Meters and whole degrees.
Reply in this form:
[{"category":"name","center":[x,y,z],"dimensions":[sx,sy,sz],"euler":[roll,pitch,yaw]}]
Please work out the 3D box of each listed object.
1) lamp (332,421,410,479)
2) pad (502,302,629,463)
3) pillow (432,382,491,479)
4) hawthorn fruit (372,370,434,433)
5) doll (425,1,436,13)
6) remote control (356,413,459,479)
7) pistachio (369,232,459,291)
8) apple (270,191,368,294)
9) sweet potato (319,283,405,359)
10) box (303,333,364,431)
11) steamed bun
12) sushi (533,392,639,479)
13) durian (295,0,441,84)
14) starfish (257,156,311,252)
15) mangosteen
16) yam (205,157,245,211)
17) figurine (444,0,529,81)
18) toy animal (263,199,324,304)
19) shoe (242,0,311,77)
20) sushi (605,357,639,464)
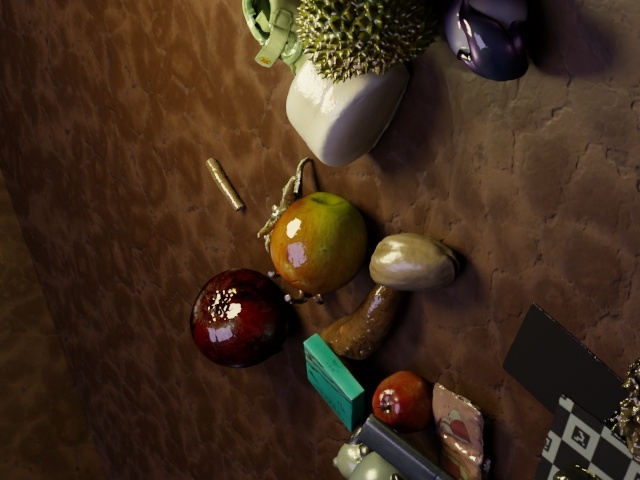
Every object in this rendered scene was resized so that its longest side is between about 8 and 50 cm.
[{"category":"lamp","center":[0.128,0.503,1.934],"dimensions":[0.244,0.197,0.198],"euler":[-132,37,-54]},{"category":"pad","center":[0.411,0.235,1.562],"dimensions":[0.243,0.004,0.164],"euler":[44,137,31]},{"category":"pillow","center":[0.270,0.390,1.790],"dimensions":[0.135,0.049,0.248],"euler":[25,129,47]},{"category":"hawthorn fruit","center":[0.158,0.323,1.837],"dimensions":[0.125,0.140,0.125],"euler":[17,130,21]},{"category":"doll","center":[0.123,-0.454,1.563],"dimensions":[0.096,0.070,0.195],"euler":[-25,93,39]},{"category":"remote control","center":[0.232,0.465,1.774],"dimensions":[0.377,0.044,0.107],"euler":[37,148,14]},{"category":"pistachio","center":[0.167,0.043,1.712],"dimensions":[0.185,0.108,0.126],"euler":[-6,120,45]},{"category":"apple","center":[0.000,0.000,1.842],"dimensions":[0.196,0.196,0.196],"euler":[28,127,44]},{"category":"sweet potato","center":[0.083,0.181,1.907],"dimensions":[0.341,0.092,0.114],"euler":[-47,43,52]},{"category":"box","center":[0.030,0.304,1.997],"dimensions":[0.161,0.042,0.226],"euler":[47,163,22]},{"category":"steamed bun","center":[0.038,-0.248,1.693],"dimensions":[0.146,0.164,0.242],"euler":[53,140,21]},{"category":"sushi","center":[0.474,0.490,1.545],"dimensions":[0.359,0.064,0.343],"euler":[39,135,37]},{"category":"durian","center":[0.062,-0.357,1.492],"dimensions":[0.237,0.200,0.177],"euler":[16,140,54]},{"category":"starfish","center":[-0.068,-0.081,1.912],"dimensions":[0.053,0.208,0.176],"euler":[21,154,2]},{"category":"mangosteen","center":[-0.165,0.192,2.172],"dimensions":[0.235,0.235,0.261],"euler":[33,174,40]},{"category":"yam","center":[-0.225,-0.130,2.216],"dimensions":[0.145,0.032,0.032],"euler":[56,143,17]},{"category":"figurine","center":[0.244,-0.340,1.399],"dimensions":[0.145,0.145,0.222],"euler":[-37,75,54]},{"category":"toy animal","center":[-0.058,0.034,2.007],"dimensions":[0.093,0.186,0.214],"euler":[-23,111,26]},{"category":"shoe","center":[-0.061,-0.394,1.809],"dimensions":[0.262,0.128,0.140],"euler":[66,159,10]},{"category":"sushi","center":[0.491,0.243,1.363],"dimensions":[0.147,0.115,0.213],"euler":[22,124,46]}]
